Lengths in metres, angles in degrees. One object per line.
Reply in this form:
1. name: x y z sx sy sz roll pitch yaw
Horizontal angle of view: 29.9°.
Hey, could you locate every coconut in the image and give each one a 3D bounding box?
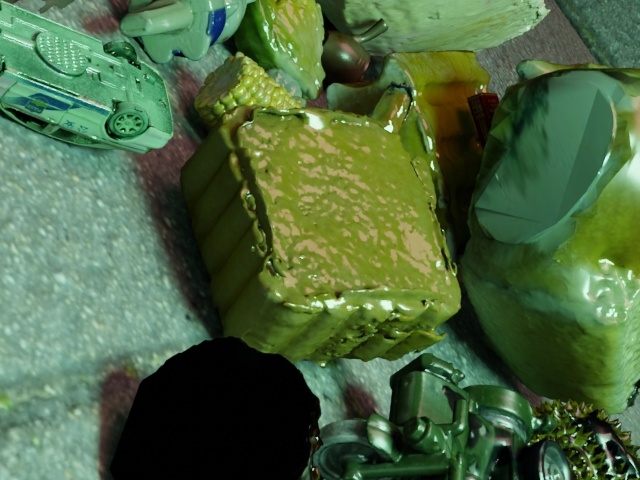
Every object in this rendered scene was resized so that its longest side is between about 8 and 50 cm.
1. coconut: 0.107 -0.439 1.649 0.404 0.404 0.404 39 29 -26

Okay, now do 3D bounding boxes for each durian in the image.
1. durian: 0.260 0.240 1.261 0.237 0.138 0.193 3 54 -56

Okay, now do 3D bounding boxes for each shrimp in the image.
1. shrimp: 0.014 -0.154 1.332 0.161 0.166 0.049 57 0 13

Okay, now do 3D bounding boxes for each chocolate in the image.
1. chocolate: -0.055 0.165 0.879 0.133 0.156 0.156 66 8 -50

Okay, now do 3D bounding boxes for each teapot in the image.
1. teapot: 0.036 -0.251 1.553 0.080 0.110 0.085 37 6 -28

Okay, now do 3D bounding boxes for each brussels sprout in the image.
1. brussels sprout: -0.056 -0.249 1.406 0.139 0.100 0.181 -48 126 -66

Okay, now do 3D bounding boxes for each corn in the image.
1. corn: -0.025 -0.087 1.253 0.244 0.093 0.093 42 28 -18

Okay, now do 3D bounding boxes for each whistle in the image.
1. whistle: -0.141 -0.237 1.250 0.244 0.110 0.092 -50 136 -65

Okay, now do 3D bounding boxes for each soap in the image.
1. soap: 0.143 -0.100 1.486 0.281 0.143 0.259 -15 86 -64

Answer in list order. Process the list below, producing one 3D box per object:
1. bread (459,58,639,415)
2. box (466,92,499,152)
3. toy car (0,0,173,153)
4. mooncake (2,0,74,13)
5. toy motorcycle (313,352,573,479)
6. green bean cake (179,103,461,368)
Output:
1. bread: 0.285 -0.016 1.340 0.264 0.239 0.395 26 78 -60
2. box: 0.210 -0.139 1.465 0.051 0.023 0.082 -11 82 -58
3. toy car: -0.228 -0.136 1.002 0.224 0.076 0.090 19 42 -37
4. mooncake: -0.336 -0.333 1.109 0.347 0.057 0.150 46 39 2
5. toy motorcycle: 0.123 0.191 1.086 0.275 0.127 0.205 41 39 -27
6. green bean cake: 0.000 0.000 1.097 0.224 0.131 0.230 4 57 -36
